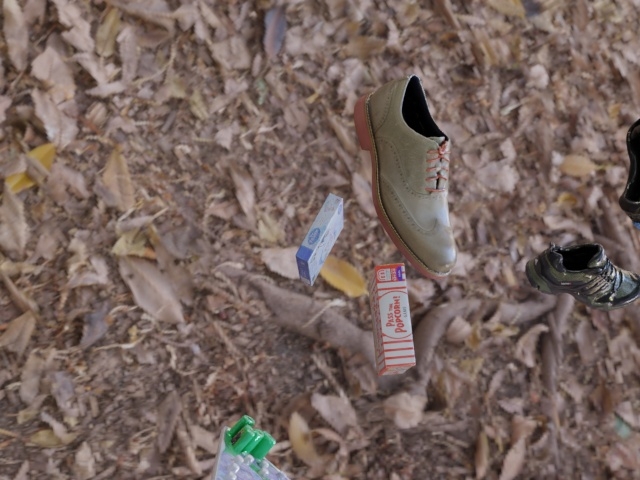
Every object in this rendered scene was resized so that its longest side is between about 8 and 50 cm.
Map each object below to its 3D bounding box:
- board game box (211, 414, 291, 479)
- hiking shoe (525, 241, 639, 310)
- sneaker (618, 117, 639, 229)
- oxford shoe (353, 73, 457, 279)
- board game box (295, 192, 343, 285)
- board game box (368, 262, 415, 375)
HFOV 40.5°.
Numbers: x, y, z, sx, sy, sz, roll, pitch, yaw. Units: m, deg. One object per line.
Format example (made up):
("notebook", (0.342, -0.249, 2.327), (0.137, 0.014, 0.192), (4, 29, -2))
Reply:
("board game box", (0.013, 0.428, 1.183), (0.390, 0.390, 0.050), (43, 93, -6))
("hiking shoe", (0.483, 0.059, 1.525), (0.227, 0.114, 0.086), (9, 58, -13))
("sneaker", (0.309, -0.096, 0.734), (0.078, 0.067, 0.188), (19, 94, -37))
("oxford shoe", (0.160, -0.109, 1.427), (0.123, 0.130, 0.348), (-8, 74, -44))
("board game box", (0.000, 0.000, 1.049), (0.020, 0.090, 0.090), (26, 71, 11))
("board game box", (0.105, 0.123, 1.302), (0.045, 0.193, 0.146), (-5, 77, -1))
